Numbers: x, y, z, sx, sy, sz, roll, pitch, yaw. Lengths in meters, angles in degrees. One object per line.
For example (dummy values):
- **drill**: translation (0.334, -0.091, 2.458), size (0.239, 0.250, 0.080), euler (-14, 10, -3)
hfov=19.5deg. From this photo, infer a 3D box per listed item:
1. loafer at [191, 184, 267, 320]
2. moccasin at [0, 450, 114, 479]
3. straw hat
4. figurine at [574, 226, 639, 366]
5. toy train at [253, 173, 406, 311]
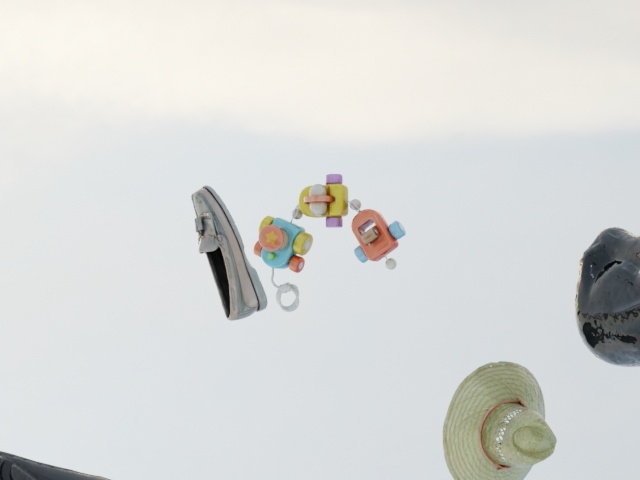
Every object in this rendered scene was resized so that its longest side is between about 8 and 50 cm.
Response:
- **loafer**: translation (-0.090, 0.012, 1.677), size (0.039, 0.125, 0.045), euler (-26, -178, -23)
- **moccasin**: translation (-0.187, 0.244, 1.422), size (0.380, 0.147, 0.139), euler (4, -123, -1)
- **straw hat**: translation (0.184, 0.183, 1.731), size (0.144, 0.144, 0.061), euler (-34, -152, -34)
- **figurine**: translation (0.308, 0.046, 1.187), size (0.215, 0.092, 0.209), euler (9, 175, -26)
- **toy train**: translation (0.000, 0.000, 1.954), size (0.166, 0.125, 0.046), euler (-31, 162, 20)
